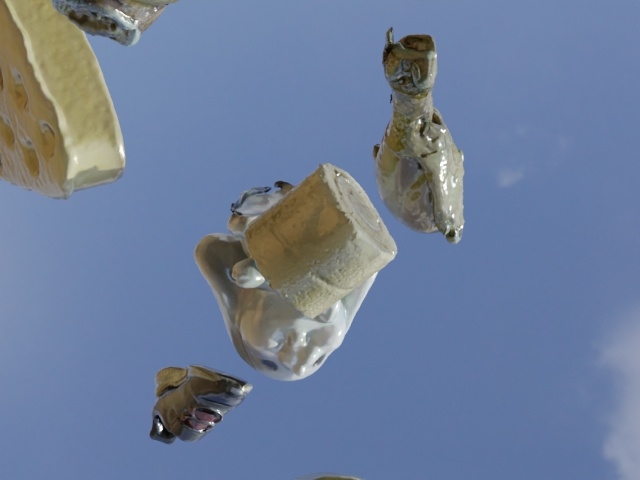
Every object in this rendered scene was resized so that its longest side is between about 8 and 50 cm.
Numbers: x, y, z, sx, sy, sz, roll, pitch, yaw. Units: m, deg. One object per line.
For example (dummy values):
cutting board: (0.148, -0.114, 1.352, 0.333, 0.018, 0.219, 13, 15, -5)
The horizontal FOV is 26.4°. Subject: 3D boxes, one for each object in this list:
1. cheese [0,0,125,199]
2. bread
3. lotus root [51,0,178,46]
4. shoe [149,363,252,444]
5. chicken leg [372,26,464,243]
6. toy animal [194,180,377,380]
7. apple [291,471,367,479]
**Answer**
cheese: (-0.384, -0.195, 1.890, 0.104, 0.384, 0.384, -18, -159, -29)
bread: (0.000, 0.000, 1.702, 0.141, 0.134, 0.148, -37, -102, 14)
lotus root: (-0.111, -0.324, 1.025, 0.175, 0.175, 0.350, 11, -99, 52)
shoe: (-0.179, 0.242, 1.968, 0.227, 0.099, 0.112, -10, -121, 60)
chicken leg: (0.156, -0.175, 2.203, 0.152, 0.429, 0.201, -7, -129, 2)
toy animal: (-0.054, 0.050, 1.906, 0.289, 0.249, 0.174, -63, -164, 13)
apple: (0.000, 0.412, 1.671, 0.262, 0.262, 0.262, -28, -144, 23)
